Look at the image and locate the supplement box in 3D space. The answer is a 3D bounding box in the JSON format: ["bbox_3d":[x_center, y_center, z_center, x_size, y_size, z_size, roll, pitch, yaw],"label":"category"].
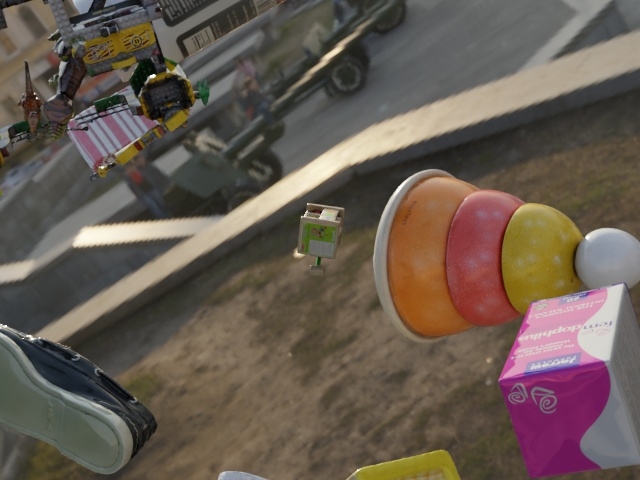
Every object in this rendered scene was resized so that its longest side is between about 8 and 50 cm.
[{"bbox_3d":[0.268,0.138,0.984,0.111,0.113,0.220,-15,12,24],"label":"supplement box"}]

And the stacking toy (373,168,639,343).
[{"bbox_3d":[0.372,0.042,1.791,0.480,0.350,0.350,4,40,41],"label":"stacking toy"}]

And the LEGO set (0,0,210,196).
[{"bbox_3d":[-0.271,-0.162,0.964,0.332,0.254,0.192,-13,33,-15],"label":"LEGO set"}]

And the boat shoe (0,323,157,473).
[{"bbox_3d":[-0.370,0.200,1.335,0.340,0.127,0.113,22,22,24],"label":"boat shoe"}]

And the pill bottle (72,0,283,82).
[{"bbox_3d":[-0.249,-0.453,1.742,0.363,0.210,0.210,-31,17,-4],"label":"pill bottle"}]

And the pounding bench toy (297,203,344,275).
[{"bbox_3d":[0.000,0.000,1.288,0.052,0.083,0.065,8,22,6],"label":"pounding bench toy"}]

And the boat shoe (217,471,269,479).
[{"bbox_3d":[-0.070,0.487,1.657,0.095,0.258,0.084,-53,12,51],"label":"boat shoe"}]

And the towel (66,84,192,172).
[{"bbox_3d":[-0.331,-0.207,1.644,0.197,0.029,0.144,-32,50,-11],"label":"towel"}]

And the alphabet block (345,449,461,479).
[{"bbox_3d":[0.126,0.479,1.562,0.194,0.192,0.197,-6,-32,-31],"label":"alphabet block"}]
